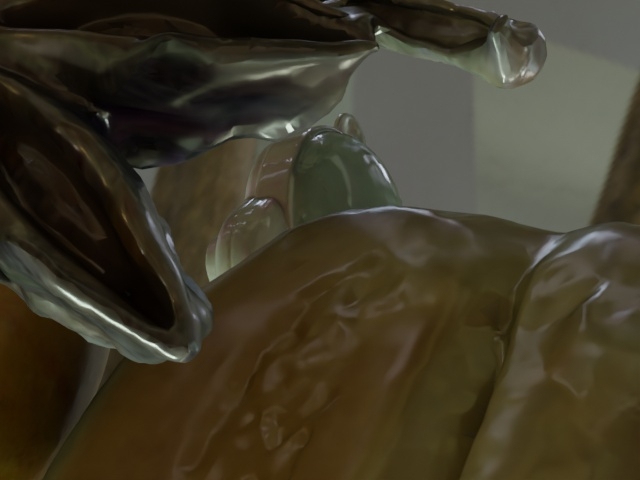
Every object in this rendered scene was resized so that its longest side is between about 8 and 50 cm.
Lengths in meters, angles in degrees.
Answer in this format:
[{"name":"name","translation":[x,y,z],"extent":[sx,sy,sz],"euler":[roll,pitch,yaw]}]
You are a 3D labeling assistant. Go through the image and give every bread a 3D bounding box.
[{"name":"bread","translation":[0.012,0.188,0.662],"extent":[0.253,0.348,0.376],"euler":[62,-142,-30]}]

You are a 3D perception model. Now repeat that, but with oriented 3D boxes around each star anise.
[{"name":"star anise","translation":[-0.078,-0.045,0.419],"extent":[0.262,0.081,0.230],"euler":[4,-125,6]}]

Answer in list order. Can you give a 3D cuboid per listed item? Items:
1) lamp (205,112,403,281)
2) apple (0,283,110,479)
[{"name":"lamp","translation":[0.002,0.000,1.442],"extent":[0.246,0.108,0.179],"euler":[-40,-67,-52]},{"name":"apple","translation":[-0.246,0.024,0.812],"extent":[0.299,0.275,0.299],"euler":[8,-105,-32]}]
